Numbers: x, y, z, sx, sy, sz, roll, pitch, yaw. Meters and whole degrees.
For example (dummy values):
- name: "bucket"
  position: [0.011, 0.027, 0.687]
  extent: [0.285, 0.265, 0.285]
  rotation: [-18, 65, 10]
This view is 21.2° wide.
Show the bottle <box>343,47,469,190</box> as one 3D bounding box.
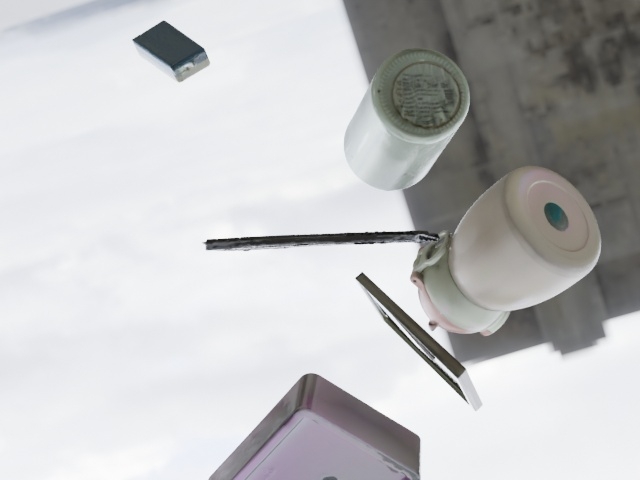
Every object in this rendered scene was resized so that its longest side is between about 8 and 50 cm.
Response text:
- name: "bottle"
  position: [0.084, -0.117, 1.819]
  extent: [0.104, 0.104, 0.245]
  rotation: [-20, 170, -13]

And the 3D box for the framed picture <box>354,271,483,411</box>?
- name: "framed picture"
  position: [0.133, 0.137, 2.275]
  extent: [0.018, 0.192, 0.265]
  rotation: [-46, 163, -3]

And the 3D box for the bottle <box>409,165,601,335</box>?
- name: "bottle"
  position: [0.206, 0.029, 2.035]
  extent: [0.147, 0.147, 0.236]
  rotation: [-29, 171, -48]

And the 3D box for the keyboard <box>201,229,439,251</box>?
- name: "keyboard"
  position: [0.000, 0.000, 1.860]
  extent: [0.250, 0.017, 0.087]
  rotation: [-3, 179, 22]

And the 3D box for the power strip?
- name: "power strip"
  position: [-0.200, -0.254, 2.308]
  extent: [0.056, 0.032, 0.123]
  rotation: [-35, -140, -15]

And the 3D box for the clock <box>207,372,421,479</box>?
- name: "clock"
  position: [-0.009, 0.240, 1.700]
  extent: [0.197, 0.150, 0.063]
  rotation: [-49, -163, 31]
